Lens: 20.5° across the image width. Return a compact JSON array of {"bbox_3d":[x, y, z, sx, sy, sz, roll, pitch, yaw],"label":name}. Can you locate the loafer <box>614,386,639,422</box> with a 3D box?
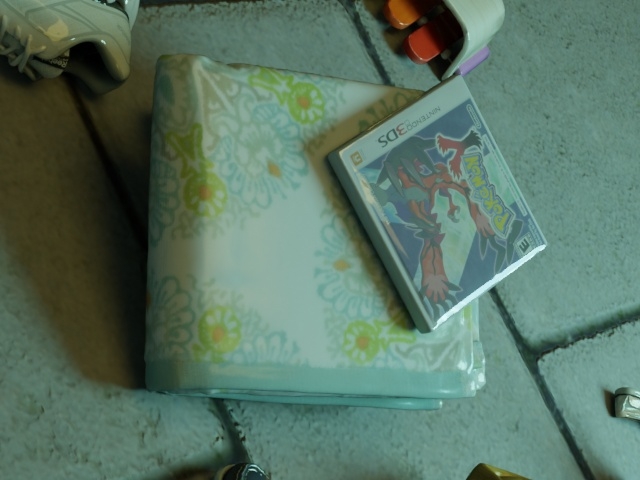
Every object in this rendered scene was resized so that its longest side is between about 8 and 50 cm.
[{"bbox_3d":[0.405,0.219,2.151,0.125,0.045,0.039,27,62,-22],"label":"loafer"}]

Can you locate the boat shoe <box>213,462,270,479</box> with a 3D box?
[{"bbox_3d":[-0.034,0.312,1.585,0.095,0.079,0.254,13,54,-41],"label":"boat shoe"}]

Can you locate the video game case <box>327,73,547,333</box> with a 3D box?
[{"bbox_3d":[0.119,-0.038,1.751,0.183,0.023,0.201,-34,101,-33],"label":"video game case"}]

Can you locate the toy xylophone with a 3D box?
[{"bbox_3d":[0.131,-0.362,2.258,0.236,0.081,0.323,-27,83,-52],"label":"toy xylophone"}]

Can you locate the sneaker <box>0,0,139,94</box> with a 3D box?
[{"bbox_3d":[-0.295,-0.223,1.700,0.292,0.110,0.118,14,62,-40],"label":"sneaker"}]

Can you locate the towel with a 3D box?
[{"bbox_3d":[0.000,0.000,1.733,0.374,0.090,0.321,6,78,-33],"label":"towel"}]

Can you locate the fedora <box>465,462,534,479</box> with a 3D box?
[{"bbox_3d":[0.187,0.273,1.768,0.194,0.194,0.079,14,97,-40],"label":"fedora"}]
